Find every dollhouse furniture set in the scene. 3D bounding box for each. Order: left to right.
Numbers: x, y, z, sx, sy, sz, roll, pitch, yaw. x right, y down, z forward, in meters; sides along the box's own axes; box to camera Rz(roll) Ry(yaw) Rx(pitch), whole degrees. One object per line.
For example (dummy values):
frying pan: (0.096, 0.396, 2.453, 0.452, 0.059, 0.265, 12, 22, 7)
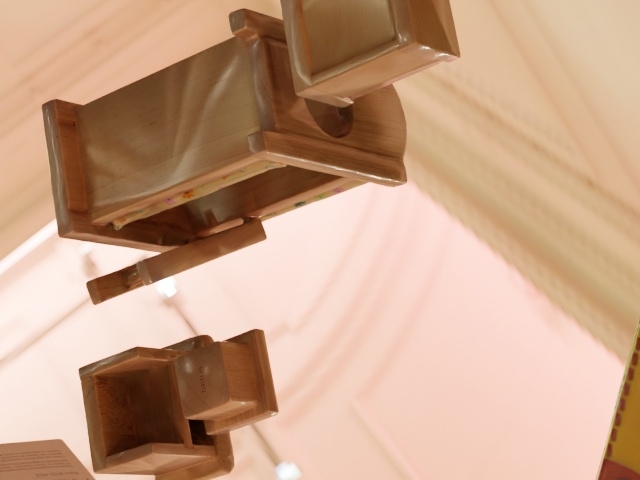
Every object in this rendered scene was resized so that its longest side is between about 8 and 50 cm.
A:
dollhouse furniture set: (0.000, 0.000, 0.756, 0.182, 0.101, 0.161, -20, -108, 34)

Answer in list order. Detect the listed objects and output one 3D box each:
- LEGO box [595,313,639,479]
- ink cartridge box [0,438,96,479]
LEGO box: (0.299, -0.044, 0.697, 0.193, 0.372, 0.500, 10, -102, 34)
ink cartridge box: (-0.210, 0.240, 1.337, 0.172, 0.100, 0.237, -2, -154, -34)
